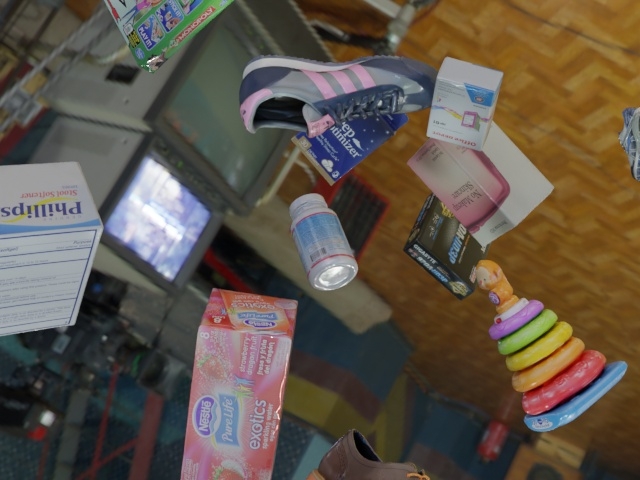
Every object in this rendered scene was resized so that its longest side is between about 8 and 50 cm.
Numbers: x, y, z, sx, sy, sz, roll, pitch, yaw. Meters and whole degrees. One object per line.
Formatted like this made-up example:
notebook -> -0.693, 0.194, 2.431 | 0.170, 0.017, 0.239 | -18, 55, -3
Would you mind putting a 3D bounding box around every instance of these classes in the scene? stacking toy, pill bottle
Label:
stacking toy -> 0.359, 0.161, 1.614 | 0.302, 0.166, 0.175 | 56, 159, 4
pill bottle -> 0.000, 0.000, 1.613 | 0.087, 0.087, 0.160 | 53, -166, -55

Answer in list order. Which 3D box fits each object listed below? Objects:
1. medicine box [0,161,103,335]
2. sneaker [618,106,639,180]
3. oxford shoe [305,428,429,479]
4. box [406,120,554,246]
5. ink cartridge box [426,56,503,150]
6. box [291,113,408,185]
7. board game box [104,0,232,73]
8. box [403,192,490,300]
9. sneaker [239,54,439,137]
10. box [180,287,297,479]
medicine box -> -0.526, 0.024, 1.539 | 0.149, 0.264, 0.289 | 63, 143, 30
sneaker -> 0.543, -0.169, 1.614 | 0.058, 0.052, 0.135 | 34, 138, 54
oxford shoe -> 0.120, 0.394, 1.351 | 0.364, 0.132, 0.130 | 29, 175, 44
box -> 0.306, -0.126, 1.821 | 0.232, 0.127, 0.148 | 48, 157, 2
ink cartridge box -> 0.212, -0.200, 1.390 | 0.089, 0.052, 0.122 | 17, 144, 11
box -> 0.063, -0.238, 2.021 | 0.136, 0.225, 0.036 | 49, -158, -8
board game box -> -0.318, -0.504, 1.787 | 0.046, 0.213, 0.317 | 19, -144, -59
box -> 0.288, 0.004, 2.090 | 0.175, 0.220, 0.051 | 41, 130, -9
sneaker -> 0.030, -0.209, 1.455 | 0.319, 0.131, 0.112 | 0, 143, 8
box -> -0.128, 0.246, 1.473 | 0.142, 0.299, 0.154 | 9, -160, -1
